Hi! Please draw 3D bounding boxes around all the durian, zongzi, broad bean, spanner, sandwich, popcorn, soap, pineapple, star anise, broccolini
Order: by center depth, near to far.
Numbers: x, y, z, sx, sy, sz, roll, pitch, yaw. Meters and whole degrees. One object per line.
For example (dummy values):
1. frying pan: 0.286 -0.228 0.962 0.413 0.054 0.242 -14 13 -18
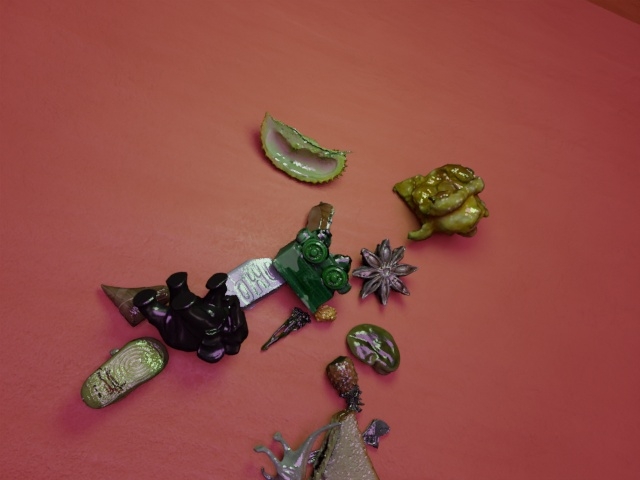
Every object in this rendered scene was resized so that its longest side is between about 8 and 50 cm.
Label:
1. sandwich: 0.045 0.721 1.504 0.254 0.099 0.288 -19 89 -16
2. zongzi: -0.576 0.155 1.514 0.189 0.081 0.178 -39 79 -26
3. spanner: 0.090 0.684 1.585 0.325 0.026 0.093 -12 82 -17
4. pineapple: 0.092 0.494 1.598 0.108 0.108 0.198 -22 89 -20
5. soap: -0.232 0.144 1.599 0.230 0.091 0.145 -34 87 -19
6. broccolini: -0.124 0.307 1.622 0.201 0.058 0.074 -38 74 -5
7. popcorn: 0.017 0.257 1.649 0.082 0.083 0.057 -2 68 16
8. broad bean: 0.194 0.380 1.668 0.207 0.072 0.153 45 57 1
9. durian: -0.070 -0.322 1.720 0.351 0.169 0.158 27 70 -8
10. star anise: 0.231 0.116 1.729 0.236 0.109 0.223 -23 88 -6
11. popcorn: 0.456 -0.122 1.780 0.290 0.321 0.326 29 87 -25

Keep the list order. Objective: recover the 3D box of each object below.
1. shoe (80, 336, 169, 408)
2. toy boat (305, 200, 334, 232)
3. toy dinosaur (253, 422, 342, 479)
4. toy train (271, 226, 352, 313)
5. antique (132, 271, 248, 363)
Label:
1. shoe: -0.592 0.391 1.416 0.262 0.128 0.140 -39 96 -30
2. toy boat: -0.008 0.001 1.697 0.099 0.108 0.293 15 76 -45
3. toy dinosaur: -0.098 0.691 1.483 0.393 0.092 0.205 -33 88 -13
4. toy train: -0.015 0.088 1.587 0.202 0.145 0.266 -34 101 19
5. antique: -0.372 0.236 1.445 0.322 0.255 0.185 -2 34 18
